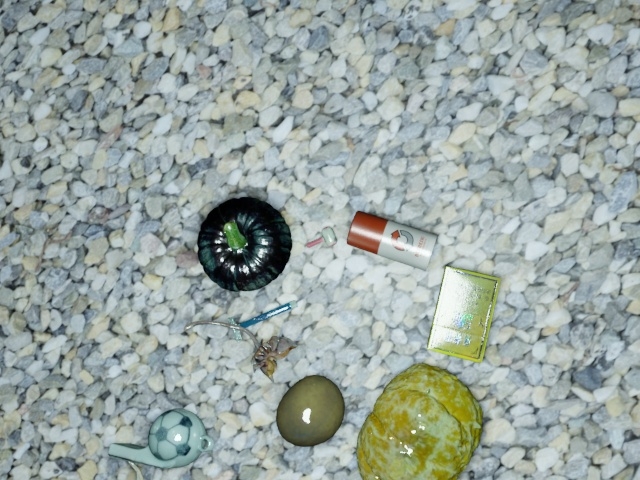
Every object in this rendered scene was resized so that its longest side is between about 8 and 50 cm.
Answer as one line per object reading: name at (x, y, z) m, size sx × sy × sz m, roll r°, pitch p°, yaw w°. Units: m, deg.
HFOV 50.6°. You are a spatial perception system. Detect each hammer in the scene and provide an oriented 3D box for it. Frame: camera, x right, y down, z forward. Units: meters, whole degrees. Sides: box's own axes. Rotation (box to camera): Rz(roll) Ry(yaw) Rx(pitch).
hammer at (0.000, 0.000, 1.785) m, size 0.083 × 0.031 × 0.053 m, roll -24°, pitch 83°, yaw 14°

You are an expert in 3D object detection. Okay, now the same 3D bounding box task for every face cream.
face cream at (0.181, 0.000, 1.723) m, size 0.214 × 0.096 × 0.096 m, roll 18°, pitch 93°, yaw 9°

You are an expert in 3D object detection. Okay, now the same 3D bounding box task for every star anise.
star anise at (-0.209, 0.269, 1.792) m, size 0.227 × 0.218 × 0.148 m, roll 41°, pitch 133°, yaw 28°

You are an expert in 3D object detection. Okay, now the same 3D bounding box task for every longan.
longan at (-0.026, 0.436, 1.721) m, size 0.189 × 0.189 × 0.189 m, roll 0°, pitch 90°, yaw 9°

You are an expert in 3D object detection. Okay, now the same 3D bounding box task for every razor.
razor at (-0.151, 0.204, 1.802) m, size 0.191 × 0.037 × 0.068 m, roll -23°, pitch 85°, yaw 8°

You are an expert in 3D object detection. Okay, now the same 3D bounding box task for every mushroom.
mushroom at (-0.441, 0.724, 1.841) m, size 0.068 × 0.043 × 0.306 m, roll -41°, pitch 87°, yaw 11°

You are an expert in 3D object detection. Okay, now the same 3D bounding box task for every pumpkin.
pumpkin at (-0.201, 0.005, 1.705) m, size 0.247 × 0.248 × 0.248 m, roll 0°, pitch 90°, yaw 9°

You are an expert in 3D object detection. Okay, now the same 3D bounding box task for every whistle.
whistle at (-0.409, 0.518, 1.792) m, size 0.289 × 0.163 × 0.164 m, roll 4°, pitch 90°, yaw 23°

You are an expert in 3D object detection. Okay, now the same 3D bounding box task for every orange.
orange at (0.236, 0.493, 1.662) m, size 0.270 × 0.210 × 0.369 m, roll 32°, pitch 92°, yaw 10°

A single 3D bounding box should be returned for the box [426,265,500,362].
box at (0.360, 0.185, 1.712) m, size 0.140 × 0.064 × 0.220 m, roll 12°, pitch 90°, yaw 8°
